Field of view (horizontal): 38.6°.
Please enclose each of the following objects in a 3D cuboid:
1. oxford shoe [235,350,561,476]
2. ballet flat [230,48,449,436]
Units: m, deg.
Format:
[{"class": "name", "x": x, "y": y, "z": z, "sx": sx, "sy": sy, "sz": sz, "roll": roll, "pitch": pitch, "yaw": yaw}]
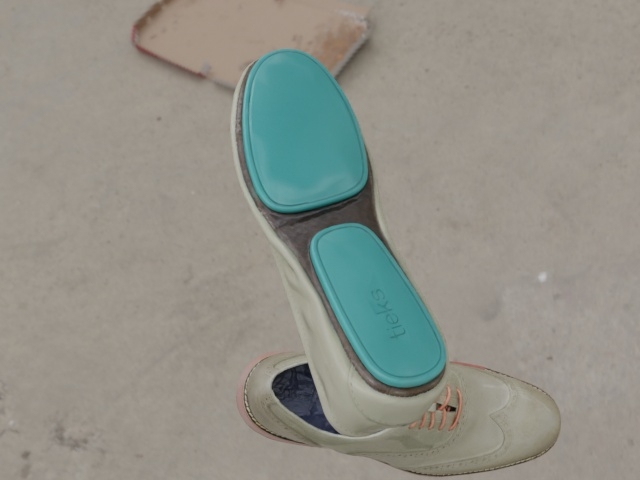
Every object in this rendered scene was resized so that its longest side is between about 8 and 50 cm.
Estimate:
[{"class": "oxford shoe", "x": 0.107, "y": 0.201, "z": 1.045, "sx": 0.397, "sy": 0.146, "sz": 0.140, "roll": 5, "pitch": 78, "yaw": -12}, {"class": "ballet flat", "x": 0.000, "y": 0.000, "z": 0.535, "sx": 0.086, "sy": 0.086, "sz": 0.248, "roll": -21, "pitch": 60, "yaw": 4}]
